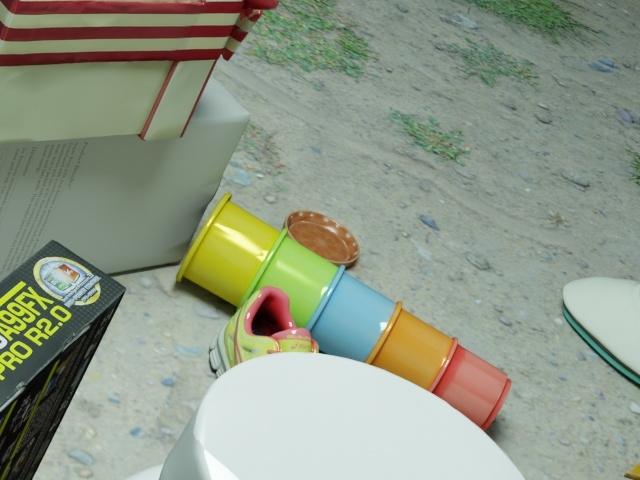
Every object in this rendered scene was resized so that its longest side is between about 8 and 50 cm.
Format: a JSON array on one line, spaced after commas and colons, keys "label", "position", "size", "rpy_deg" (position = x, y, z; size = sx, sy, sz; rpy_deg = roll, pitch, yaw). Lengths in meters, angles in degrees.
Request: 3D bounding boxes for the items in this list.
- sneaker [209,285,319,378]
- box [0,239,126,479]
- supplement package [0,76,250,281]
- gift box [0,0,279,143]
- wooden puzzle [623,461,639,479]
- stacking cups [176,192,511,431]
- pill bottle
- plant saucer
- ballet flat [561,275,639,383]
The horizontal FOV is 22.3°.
[{"label": "sneaker", "position": [-0.033, 0.120, 1.356], "size": [0.081, 0.094, 0.208], "rpy_deg": [8, 37, -34]}, {"label": "box", "position": [-0.232, 0.153, 0.965], "size": [0.060, 0.270, 0.216], "rpy_deg": [33, 31, 6]}, {"label": "supplement package", "position": [-0.243, -0.081, 1.408], "size": [0.293, 0.177, 0.175], "rpy_deg": [-9, 46, -47]}, {"label": "gift box", "position": [-0.183, -0.236, 1.255], "size": [0.258, 0.276, 0.255], "rpy_deg": [-8, 51, -47]}, {"label": "wooden puzzle", "position": [0.332, 0.252, 1.536], "size": [0.078, 0.014, 0.116], "rpy_deg": [-7, 45, -45]}, {"label": "stacking cups", "position": [0.022, 0.080, 1.484], "size": [0.316, 0.096, 0.096], "rpy_deg": [33, 30, 0]}, {"label": "pill bottle", "position": [-0.058, 0.260, 0.804], "size": [0.229, 0.408, 0.229], "rpy_deg": [21, 31, -13]}, {"label": "plant saucer", "position": [0.000, 0.000, 1.650], "size": [0.083, 0.013, 0.083], "rpy_deg": [21, 31, -13]}, {"label": "ballet flat", "position": [0.431, 0.136, 1.681], "size": [0.400, 0.139, 0.139], "rpy_deg": [43, 33, 24]}]
